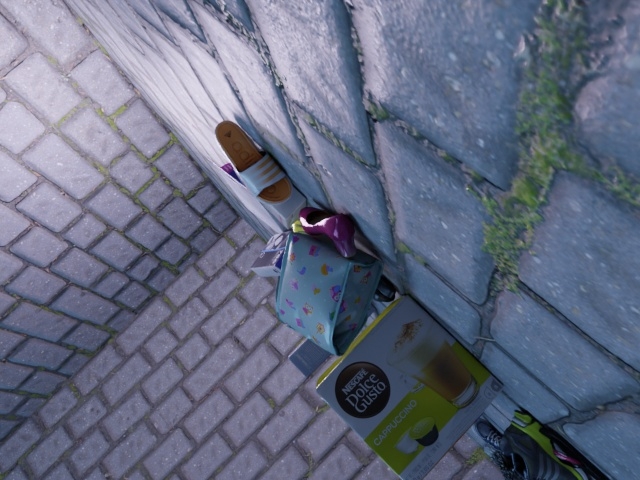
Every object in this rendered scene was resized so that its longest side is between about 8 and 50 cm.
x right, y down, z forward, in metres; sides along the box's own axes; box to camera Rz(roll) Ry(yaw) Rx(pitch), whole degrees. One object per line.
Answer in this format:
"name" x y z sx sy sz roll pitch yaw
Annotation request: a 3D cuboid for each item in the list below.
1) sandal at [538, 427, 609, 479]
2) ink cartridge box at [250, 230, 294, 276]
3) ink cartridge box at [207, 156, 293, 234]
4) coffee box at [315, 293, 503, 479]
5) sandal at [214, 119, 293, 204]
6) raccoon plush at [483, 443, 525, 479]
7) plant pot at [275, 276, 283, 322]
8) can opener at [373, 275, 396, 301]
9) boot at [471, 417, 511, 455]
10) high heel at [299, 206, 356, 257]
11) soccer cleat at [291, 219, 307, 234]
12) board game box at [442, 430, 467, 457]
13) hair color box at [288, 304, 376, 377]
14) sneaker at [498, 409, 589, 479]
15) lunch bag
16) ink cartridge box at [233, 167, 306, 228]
"sandal" 0.578 0.504 1.252 0.179 0.040 0.067 42 172 27
"ink cartridge box" -0.131 0.046 1.916 0.065 0.165 0.333 41 159 -19
"ink cartridge box" -0.245 -0.167 2.045 0.324 0.071 0.330 38 167 39
"coffee box" 0.215 0.389 1.477 0.334 0.337 0.338 44 173 8
"sandal" -0.179 -0.198 1.390 0.265 0.102 0.076 48 175 -5
"raccoon plush" 0.790 0.965 2.030 0.446 0.216 0.299 44 165 15
"plant pot" -0.020 0.187 2.039 0.196 0.293 0.293 9 158 20
"can opener" 0.137 0.098 1.491 0.059 0.073 0.186 -9 -133 -49
"boot" 0.658 0.744 2.063 0.190 0.069 0.086 40 168 -21
"high heel" 0.004 -0.057 1.297 0.244 0.082 0.117 49 161 53
"soccer cleat" 0.001 0.001 1.567 0.093 0.121 0.289 18 -150 -37
"board game box" 0.337 0.648 2.145 0.356 0.356 0.356 46 173 2
"hair color box" 0.043 0.369 2.167 0.113 0.374 0.185 45 173 4
"sneaker" 0.559 0.566 1.376 0.300 0.121 0.111 46 173 -8
"lunch bag" 0.009 0.133 1.364 0.223 0.262 0.160 25 -162 36
"ink cartridge box" -0.136 -0.140 1.523 0.203 0.086 0.148 44 173 5
